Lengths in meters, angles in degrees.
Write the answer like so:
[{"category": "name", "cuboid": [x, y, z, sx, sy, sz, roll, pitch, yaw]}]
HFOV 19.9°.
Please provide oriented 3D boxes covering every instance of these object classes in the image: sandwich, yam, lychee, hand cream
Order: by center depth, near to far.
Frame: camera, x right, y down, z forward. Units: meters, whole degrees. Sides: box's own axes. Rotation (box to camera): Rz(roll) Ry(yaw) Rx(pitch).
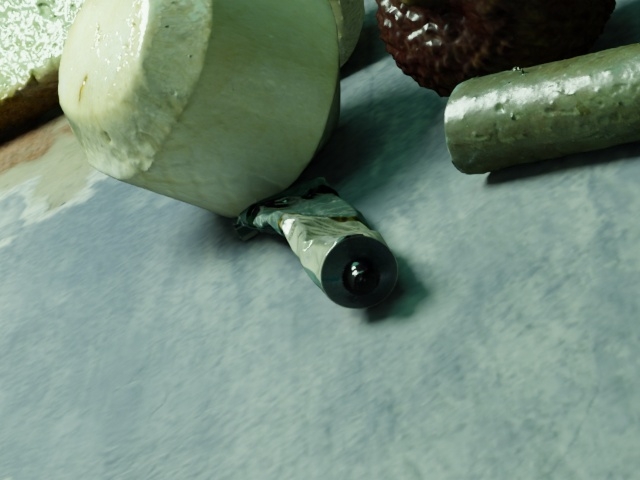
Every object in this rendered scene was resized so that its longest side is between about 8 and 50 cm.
[{"category": "yam", "cuboid": [0.165, -0.090, 1.208, 0.169, 0.068, 0.068, -10, 29, 37]}, {"category": "hand cream", "cuboid": [0.000, 0.001, 1.258, 0.075, 0.052, 0.248, -7, 12, -13]}, {"category": "lychee", "cuboid": [0.127, -0.192, 1.326, 0.194, 0.194, 0.194, -25, 23, 11]}, {"category": "sandwich", "cuboid": [-0.300, -0.255, 1.886, 0.288, 0.254, 0.099, -25, -10, 14]}]

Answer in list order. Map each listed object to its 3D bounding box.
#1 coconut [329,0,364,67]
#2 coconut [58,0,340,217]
[{"category": "coconut", "cuboid": [-0.033, -0.215, 1.605, 0.147, 0.147, 0.152, -24, 24, 13]}, {"category": "coconut", "cuboid": [-0.080, -0.122, 1.410, 0.202, 0.222, 0.202, -24, 58, 48]}]
